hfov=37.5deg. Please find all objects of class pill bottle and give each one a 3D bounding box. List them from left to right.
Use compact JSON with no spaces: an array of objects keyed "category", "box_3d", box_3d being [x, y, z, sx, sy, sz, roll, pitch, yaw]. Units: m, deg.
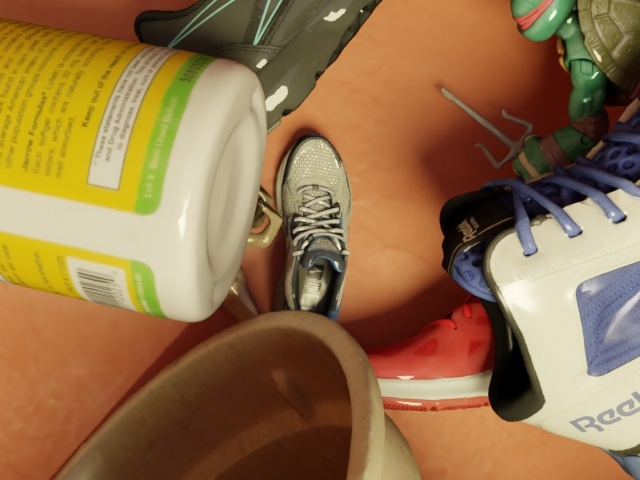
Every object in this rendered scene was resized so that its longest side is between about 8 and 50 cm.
[{"category":"pill bottle","box_3d":[-0.163,-0.047,0.497,0.246,0.136,0.136,12,89,7]}]

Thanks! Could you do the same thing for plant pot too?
[{"category":"plant pot","box_3d":[0.000,0.260,0.487,0.305,0.334,0.334,44,83,-20]}]

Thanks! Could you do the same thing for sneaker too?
[{"category":"sneaker","box_3d":[0.000,0.000,0.591,0.052,0.058,0.135,0,91,-12]},{"category":"sneaker","box_3d":[0.004,-0.178,0.566,0.106,0.101,0.267,43,83,-7]},{"category":"sneaker","box_3d":[0.105,0.040,0.612,0.221,0.087,0.128,-2,83,-24]},{"category":"sneaker","box_3d":[0.166,-0.015,0.494,0.182,0.127,0.315,14,107,-12]}]

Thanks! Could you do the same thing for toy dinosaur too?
[{"category":"toy dinosaur","box_3d":[-0.067,0.005,0.590,0.183,0.053,0.092,45,98,-2]}]

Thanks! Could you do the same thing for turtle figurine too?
[{"category":"turtle figurine","box_3d":[0.181,-0.109,0.594,0.234,0.118,0.175,26,80,-18]}]
